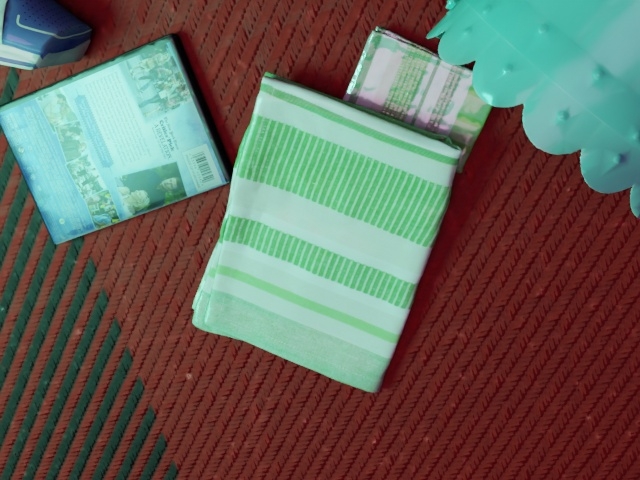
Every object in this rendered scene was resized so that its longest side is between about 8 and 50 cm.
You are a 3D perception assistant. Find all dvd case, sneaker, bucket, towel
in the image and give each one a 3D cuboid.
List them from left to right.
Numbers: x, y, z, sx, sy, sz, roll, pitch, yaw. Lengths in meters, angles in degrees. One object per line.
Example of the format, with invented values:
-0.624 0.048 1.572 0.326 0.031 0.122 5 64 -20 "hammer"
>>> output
-0.391 -0.326 0.973 0.315 0.127 0.182 30 113 4 "sneaker"
-0.245 -0.115 1.061 0.253 0.022 0.180 -18 101 17 "dvd case"
0.000 0.000 1.020 0.247 0.038 0.325 20 114 5 "towel"
0.105 -0.151 0.973 0.152 0.023 0.113 25 113 2 "towel"
0.257 -0.171 0.802 0.281 0.281 0.183 39 110 -1 "bucket"
